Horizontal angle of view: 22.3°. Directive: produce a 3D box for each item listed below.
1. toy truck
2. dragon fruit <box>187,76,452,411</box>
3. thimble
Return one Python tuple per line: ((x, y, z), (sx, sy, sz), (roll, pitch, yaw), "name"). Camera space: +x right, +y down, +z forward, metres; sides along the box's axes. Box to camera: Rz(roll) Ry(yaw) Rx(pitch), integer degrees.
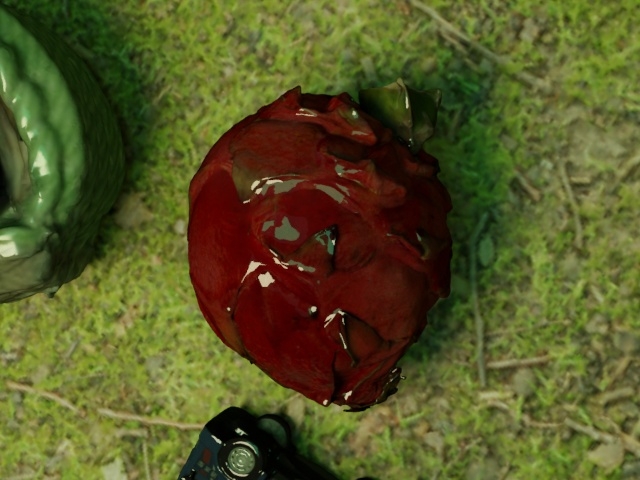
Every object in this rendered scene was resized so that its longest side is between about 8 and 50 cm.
((-0.001, 0.195, 1.069), (0.202, 0.074, 0.088), (34, 108, 9), "toy truck")
((0.000, 0.000, 1.005), (0.172, 0.172, 0.209), (8, 93, 12), "dragon fruit")
((-0.241, -0.053, 1.063), (0.219, 0.150, 0.219), (0, 91, 8), "thimble")
